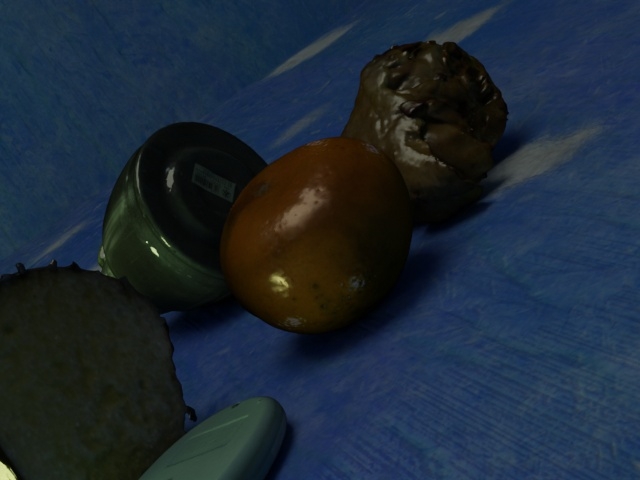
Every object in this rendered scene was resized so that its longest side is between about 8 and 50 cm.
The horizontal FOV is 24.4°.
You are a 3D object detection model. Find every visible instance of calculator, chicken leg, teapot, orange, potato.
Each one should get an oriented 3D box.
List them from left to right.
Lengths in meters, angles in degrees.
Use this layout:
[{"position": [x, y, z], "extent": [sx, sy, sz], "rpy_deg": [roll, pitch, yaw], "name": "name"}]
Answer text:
[{"position": [-0.316, 0.199, 1.551], "extent": [0.289, 0.300, 0.237], "rpy_deg": [-10, -21, -44], "name": "potato"}, {"position": [-0.128, 0.241, 1.376], "extent": [0.184, 0.042, 0.295], "rpy_deg": [-25, 17, 34], "name": "calculator"}, {"position": [-0.177, -0.032, 2.042], "extent": [0.239, 0.239, 0.321], "rpy_deg": [-40, 12, 44], "name": "teapot"}, {"position": [0.000, 0.000, 1.615], "extent": [0.240, 0.171, 0.240], "rpy_deg": [-34, 25, 18], "name": "orange"}, {"position": [0.074, -0.071, 1.785], "extent": [0.409, 0.182, 0.295], "rpy_deg": [-43, 30, -5], "name": "chicken leg"}]
